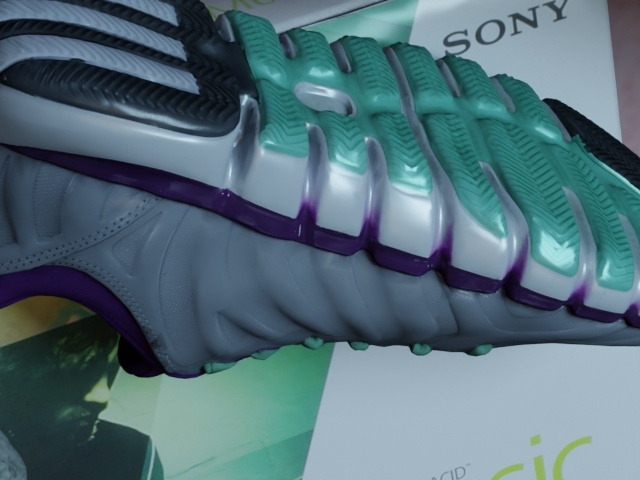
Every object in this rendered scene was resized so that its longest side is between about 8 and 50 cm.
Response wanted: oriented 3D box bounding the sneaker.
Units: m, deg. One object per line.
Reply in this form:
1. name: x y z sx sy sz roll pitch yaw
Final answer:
1. sneaker: 0.000 0.000 0.446 0.224 0.083 0.098 17 126 -24

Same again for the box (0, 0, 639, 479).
1. box: -0.004 0.074 0.541 0.232 0.058 0.322 -20 118 -14

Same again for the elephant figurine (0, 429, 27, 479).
1. elephant figurine: -0.184 0.105 0.432 0.169 0.186 0.239 29 136 1
